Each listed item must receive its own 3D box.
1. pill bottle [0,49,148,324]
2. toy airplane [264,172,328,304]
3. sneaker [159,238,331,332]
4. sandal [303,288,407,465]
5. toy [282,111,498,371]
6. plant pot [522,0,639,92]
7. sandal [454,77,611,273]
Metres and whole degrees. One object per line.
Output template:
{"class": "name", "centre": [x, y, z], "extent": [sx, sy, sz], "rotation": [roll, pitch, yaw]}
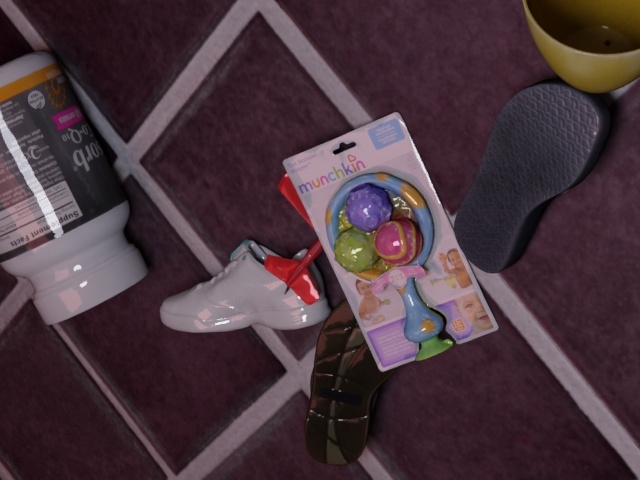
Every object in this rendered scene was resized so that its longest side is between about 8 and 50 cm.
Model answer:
{"class": "pill bottle", "centre": [-0.310, -0.058, 1.999], "extent": [0.162, 0.162, 0.278], "rotation": [-19, 100, 46]}
{"class": "toy airplane", "centre": [0.000, 0.000, 1.821], "extent": [0.151, 0.028, 0.151], "rotation": [4, 102, 18]}
{"class": "sneaker", "centre": [-0.085, 0.046, 1.926], "extent": [0.212, 0.080, 0.094], "rotation": [-5, 102, 32]}
{"class": "sandal", "centre": [0.037, 0.136, 1.868], "extent": [0.090, 0.060, 0.219], "rotation": [14, 119, 4]}
{"class": "toy", "centre": [0.063, 0.010, 1.757], "extent": [0.137, 0.056, 0.237], "rotation": [-22, 101, 24]}
{"class": "plant pot", "centre": [0.233, -0.177, 1.488], "extent": [0.134, 0.134, 0.095], "rotation": [35, 157, 22]}
{"class": "sandal", "centre": [0.192, -0.066, 1.634], "extent": [0.097, 0.054, 0.254], "rotation": [54, 146, 15]}
